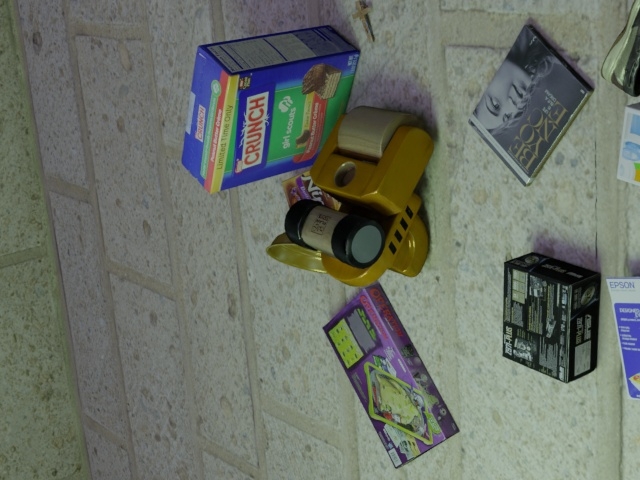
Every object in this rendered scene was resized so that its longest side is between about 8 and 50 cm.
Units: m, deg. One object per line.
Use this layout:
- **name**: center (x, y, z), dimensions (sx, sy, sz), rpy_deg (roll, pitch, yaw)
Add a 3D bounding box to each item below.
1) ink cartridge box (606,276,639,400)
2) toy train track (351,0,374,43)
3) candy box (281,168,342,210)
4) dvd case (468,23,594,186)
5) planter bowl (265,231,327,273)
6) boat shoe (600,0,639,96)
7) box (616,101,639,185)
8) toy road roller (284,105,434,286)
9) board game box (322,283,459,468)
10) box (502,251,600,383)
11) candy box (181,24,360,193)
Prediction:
- **ink cartridge box**: center (0.544, 0.149, 1.620), dimensions (0.206, 0.045, 0.208), rpy_deg (-2, 103, 54)
- **toy train track**: center (0.087, -0.418, 2.037), dimensions (0.048, 0.014, 0.083), rpy_deg (-13, 99, 48)
- **candy box**: center (-0.002, -0.098, 2.259), dimensions (0.187, 0.053, 0.109), rpy_deg (-19, 88, 54)
- **dvd case**: center (0.342, -0.221, 1.766), dimensions (0.164, 0.018, 0.221), rpy_deg (54, 141, 25)
- **planter bowl**: center (0.000, 0.000, 2.215), dimensions (0.217, 0.217, 0.090), rpy_deg (-11, 64, 55)
- **boat shoe**: center (0.474, -0.299, 1.507), dimensions (0.073, 0.080, 0.223), rpy_deg (47, 143, 24)
- **box**: center (0.529, -0.120, 1.478), dimensions (0.203, 0.103, 0.114), rpy_deg (26, 124, 46)
- **toy road roller**: center (0.110, -0.069, 2.036), dimensions (0.202, 0.241, 0.329), rpy_deg (20, 82, 49)
- **board game box**: center (0.140, 0.286, 2.231), dimensions (0.346, 0.056, 0.208), rpy_deg (62, 148, 15)
- **box**: center (0.386, 0.128, 1.798), dimensions (0.147, 0.078, 0.180), rpy_deg (20, 119, 49)
- **candy box**: center (-0.100, -0.262, 2.091), dimensions (0.122, 0.317, 0.268), rpy_deg (45, 137, 34)
